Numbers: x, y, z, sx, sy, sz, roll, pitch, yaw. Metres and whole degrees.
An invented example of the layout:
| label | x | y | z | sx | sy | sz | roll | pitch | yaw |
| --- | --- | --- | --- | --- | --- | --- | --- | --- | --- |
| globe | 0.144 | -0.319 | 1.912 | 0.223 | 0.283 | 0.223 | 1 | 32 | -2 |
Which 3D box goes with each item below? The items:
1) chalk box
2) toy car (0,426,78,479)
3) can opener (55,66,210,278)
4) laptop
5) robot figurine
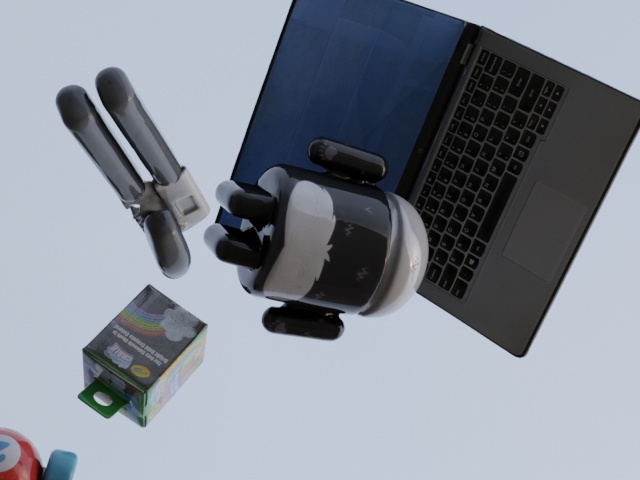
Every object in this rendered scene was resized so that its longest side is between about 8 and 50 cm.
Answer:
| label | x | y | z | sx | sy | sz | roll | pitch | yaw |
| --- | --- | --- | --- | --- | --- | --- | --- | --- | --- |
| chalk box | -0.300 | 0.205 | 1.652 | 0.132 | 0.213 | 0.132 | 33 | -35 | 13 |
| toy car | -0.469 | 0.387 | 1.401 | 0.219 | 0.238 | 0.210 | 14 | -84 | -10 |
| can opener | -0.162 | -0.058 | 0.960 | 0.074 | 0.093 | 0.280 | -26 | -29 | -3 |
| laptop | 0.131 | -0.089 | 1.327 | 0.408 | 0.236 | 0.382 | 33 | -66 | 28 |
| robot figurine | -0.001 | 0.001 | 1.275 | 0.278 | 0.173 | 0.209 | 13 | -43 | -20 |
